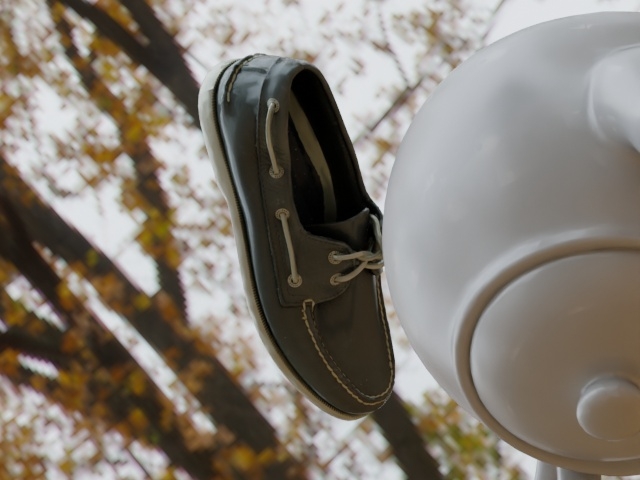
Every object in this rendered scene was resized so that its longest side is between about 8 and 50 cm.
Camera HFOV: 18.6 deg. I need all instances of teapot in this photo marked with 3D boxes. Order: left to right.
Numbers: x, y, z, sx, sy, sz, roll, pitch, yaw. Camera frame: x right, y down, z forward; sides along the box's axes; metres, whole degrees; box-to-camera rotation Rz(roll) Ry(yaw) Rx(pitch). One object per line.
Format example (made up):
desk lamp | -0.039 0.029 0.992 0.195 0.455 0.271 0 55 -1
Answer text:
teapot | 0.143 0.029 0.964 0.252 0.187 0.256 -29 -59 28

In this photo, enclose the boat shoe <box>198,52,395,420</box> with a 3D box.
boat shoe | 0.000 0.000 1.578 0.116 0.099 0.319 -32 -73 -44
